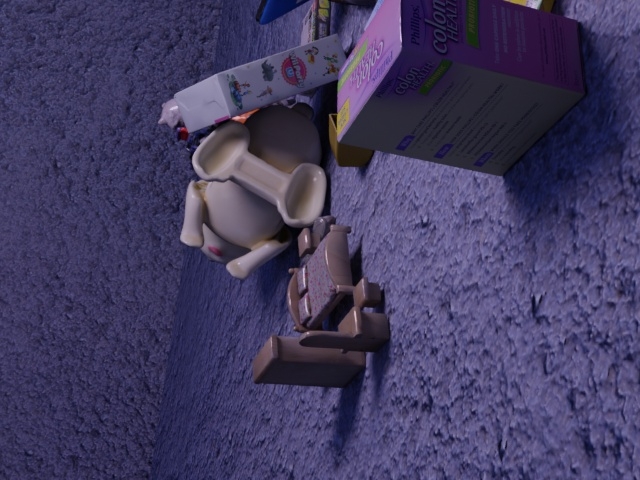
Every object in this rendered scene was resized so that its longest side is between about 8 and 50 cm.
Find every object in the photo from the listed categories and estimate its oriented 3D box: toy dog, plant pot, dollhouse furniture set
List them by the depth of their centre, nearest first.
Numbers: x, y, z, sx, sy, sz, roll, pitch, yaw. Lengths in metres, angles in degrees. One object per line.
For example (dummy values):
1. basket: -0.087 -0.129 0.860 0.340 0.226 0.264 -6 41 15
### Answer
1. dollhouse furniture set: -0.029 0.072 1.848 0.303 0.174 0.355 125 145 -53
2. plant pot: 0.058 -0.185 1.936 0.081 0.082 0.083 -108 20 -57
3. toy dog: -0.170 -0.105 2.294 0.408 0.285 0.395 124 164 -53

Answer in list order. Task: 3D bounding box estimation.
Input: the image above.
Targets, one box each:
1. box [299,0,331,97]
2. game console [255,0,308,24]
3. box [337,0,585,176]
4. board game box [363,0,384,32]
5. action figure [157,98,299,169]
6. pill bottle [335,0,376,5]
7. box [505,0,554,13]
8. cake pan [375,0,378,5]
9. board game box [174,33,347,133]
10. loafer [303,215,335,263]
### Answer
1. box: -0.014 -0.451 2.387 0.114 0.036 0.206 134 143 -61
2. game console: -0.063 -0.642 2.185 0.293 0.173 0.250 -38 -15 -39
3. box: 0.170 -0.201 1.298 0.213 0.243 0.117 128 148 -58
4. board game box: 0.149 -0.298 1.672 0.145 0.027 0.281 119 140 -49
5. action figure: -0.231 -0.276 2.475 0.341 0.330 0.178 151 125 -68
6. pill bottle: 0.065 -0.531 2.017 0.245 0.131 0.130 -134 56 -70
7. box: 0.275 -0.343 1.386 0.179 0.043 0.105 -116 40 -67
8. cake pan: 0.166 -0.459 1.782 0.293 0.054 0.293 -170 90 -73
9. board game box: -0.122 -0.328 2.144 0.224 0.303 0.097 -4 109 60
10. loafer: 0.000 0.000 2.094 0.045 0.039 0.125 47 137 27
